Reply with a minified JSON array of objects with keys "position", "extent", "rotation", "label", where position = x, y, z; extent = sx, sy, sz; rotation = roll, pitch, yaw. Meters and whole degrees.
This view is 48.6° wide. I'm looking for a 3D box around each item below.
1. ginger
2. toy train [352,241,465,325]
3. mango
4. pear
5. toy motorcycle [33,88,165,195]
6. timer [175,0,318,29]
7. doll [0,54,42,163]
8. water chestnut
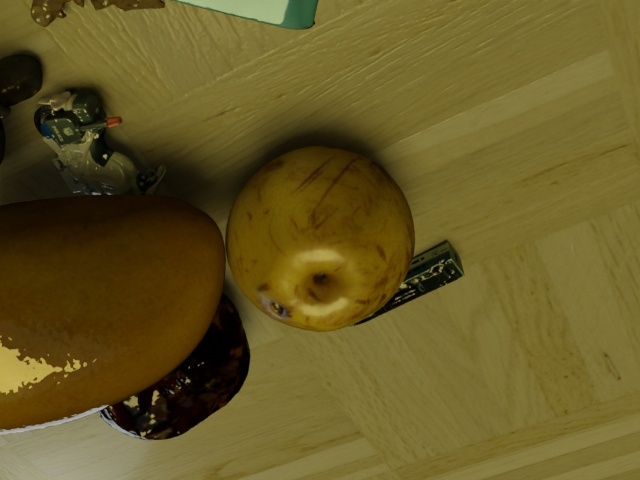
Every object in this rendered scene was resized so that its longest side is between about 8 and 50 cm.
[{"position":[-0.281,-0.314,0.887],"extent":[0.174,0.051,0.069],"rotation":[-5,123,7],"label":"ginger"},{"position":[0.131,0.081,1.221],"extent":[0.234,0.051,0.052],"rotation":[-28,125,23],"label":"toy train"},{"position":[-0.337,0.083,0.936],"extent":[0.446,0.232,0.300],"rotation":[-20,94,-13],"label":"mango"},{"position":[0.000,0.000,1.016],"extent":[0.281,0.280,0.280],"rotation":[-2,129,-2],"label":"pear"},{"position":[-0.307,-0.115,1.012],"extent":[0.150,0.102,0.221],"rotation":[-7,130,19],"label":"toy motorcycle"},{"position":[-0.121,-0.326,0.767],"extent":[0.250,0.231,0.091],"rotation":[7,127,-10],"label":"timer"},{"position":[-0.567,-0.178,0.858],"extent":[0.383,0.252,0.378],"rotation":[-21,127,5],"label":"doll"},{"position":[-0.250,0.189,1.146],"extent":[0.300,0.300,0.300],"rotation":[-2,129,-2],"label":"water chestnut"}]
